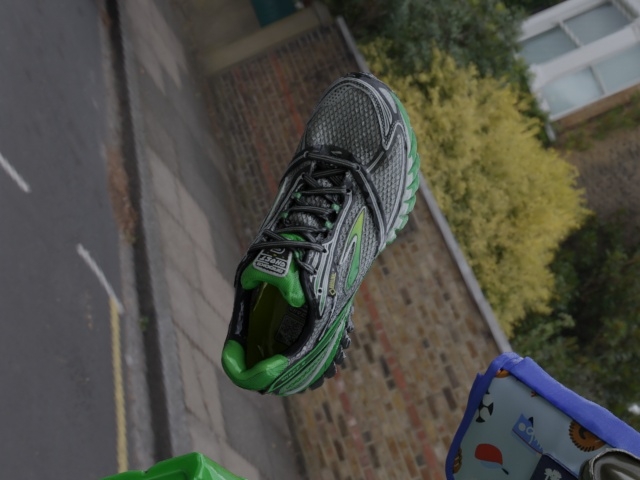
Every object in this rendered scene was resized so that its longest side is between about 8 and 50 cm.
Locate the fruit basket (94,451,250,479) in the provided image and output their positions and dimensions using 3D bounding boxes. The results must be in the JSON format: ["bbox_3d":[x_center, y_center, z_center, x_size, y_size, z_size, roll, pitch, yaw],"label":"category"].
[{"bbox_3d":[-0.214,0.452,0.950,0.392,0.392,0.283,64,7,-45],"label":"fruit basket"}]

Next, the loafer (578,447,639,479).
[{"bbox_3d":[0.334,0.269,0.758,0.251,0.094,0.087,-131,-147,-53],"label":"loafer"}]

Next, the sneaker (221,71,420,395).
[{"bbox_3d":[0.000,0.000,0.828,0.146,0.134,0.343,4,102,-70],"label":"sneaker"}]

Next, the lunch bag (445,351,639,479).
[{"bbox_3d":[0.348,0.359,1.107,0.328,0.239,0.385,35,-32,39],"label":"lunch bag"}]
